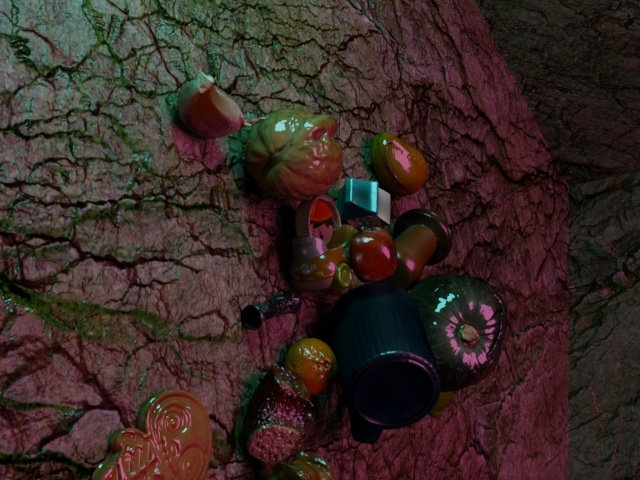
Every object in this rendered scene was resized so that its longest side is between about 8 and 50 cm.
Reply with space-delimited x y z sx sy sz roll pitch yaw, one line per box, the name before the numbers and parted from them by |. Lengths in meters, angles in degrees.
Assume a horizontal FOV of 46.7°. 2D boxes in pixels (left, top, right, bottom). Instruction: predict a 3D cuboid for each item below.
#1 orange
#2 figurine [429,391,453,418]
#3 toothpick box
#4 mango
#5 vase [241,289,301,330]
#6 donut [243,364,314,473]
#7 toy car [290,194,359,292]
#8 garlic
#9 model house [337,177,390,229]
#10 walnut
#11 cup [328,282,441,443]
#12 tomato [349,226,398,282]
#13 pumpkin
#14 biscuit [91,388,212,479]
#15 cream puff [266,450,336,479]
orange | -0.020 0.296 1.727 0.135 0.117 0.136 -10 104 -42
figurine | 0.296 0.397 2.185 0.263 0.143 0.162 55 43 -14
toothpick box | 0.270 0.030 2.216 0.294 0.192 0.192 -43 116 -46
mango | 0.237 -0.236 2.289 0.236 0.136 0.166 49 45 -31
vase | -0.110 0.158 1.687 0.167 0.059 0.059 -16 94 -58
donut | -0.100 0.380 1.591 0.126 0.144 0.187 37 91 -39
toy car | 0.000 0.000 1.819 0.235 0.145 0.235 18 69 -55
garlic | -0.220 -0.275 1.585 0.198 0.128 0.091 32 38 -46
model house | 0.111 -0.102 2.054 0.149 0.127 0.101 35 51 -51
walnut | -0.054 -0.205 1.744 0.224 0.257 0.257 45 33 8
cup | 0.130 0.298 1.795 0.242 0.308 0.292 43 15 -23
tomato | 0.146 0.032 1.820 0.159 0.091 0.139 -21 105 -60
pumpkin | 0.364 0.255 2.041 0.257 0.291 0.328 133 -34 -74
biscuit | -0.292 0.390 1.345 0.288 0.044 0.202 -27 103 -59
cream puff | -0.046 0.567 1.530 0.241 0.154 0.269 -45 136 -11
